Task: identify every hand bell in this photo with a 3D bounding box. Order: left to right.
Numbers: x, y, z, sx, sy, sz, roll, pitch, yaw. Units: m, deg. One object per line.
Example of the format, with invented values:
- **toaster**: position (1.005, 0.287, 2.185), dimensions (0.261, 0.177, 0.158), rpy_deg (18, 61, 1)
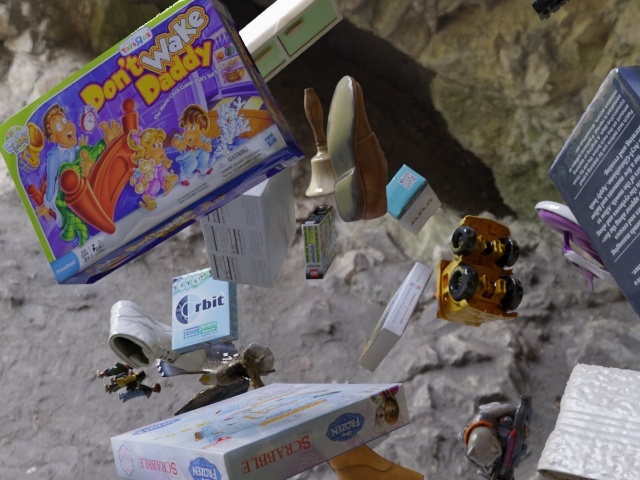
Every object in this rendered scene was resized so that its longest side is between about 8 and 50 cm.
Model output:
- **hand bell**: position (0.000, -0.235, 1.631), dimensions (0.126, 0.242, 0.126), rpy_deg (-12, 13, 3)

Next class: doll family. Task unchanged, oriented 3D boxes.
- **doll family**: position (-0.491, 0.369, 1.819), dimensions (0.111, 0.193, 0.076), rpy_deg (-20, 66, 0)

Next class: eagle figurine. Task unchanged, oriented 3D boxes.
- **eagle figurine**: position (-0.294, 0.387, 1.977), dimensions (0.225, 0.298, 0.226), rpy_deg (44, 41, -39)

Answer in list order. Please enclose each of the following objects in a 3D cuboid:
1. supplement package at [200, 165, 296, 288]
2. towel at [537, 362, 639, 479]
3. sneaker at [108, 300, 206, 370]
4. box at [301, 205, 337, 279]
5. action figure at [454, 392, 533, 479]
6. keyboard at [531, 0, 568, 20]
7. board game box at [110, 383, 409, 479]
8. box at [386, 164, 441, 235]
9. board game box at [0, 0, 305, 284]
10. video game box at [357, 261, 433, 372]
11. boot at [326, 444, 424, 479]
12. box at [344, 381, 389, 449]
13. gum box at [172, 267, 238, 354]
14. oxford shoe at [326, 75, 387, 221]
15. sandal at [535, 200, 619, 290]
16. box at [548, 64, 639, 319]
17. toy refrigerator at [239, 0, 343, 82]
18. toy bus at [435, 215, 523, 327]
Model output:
- **supplement package**: position (-0.152, -0.065, 1.516), dimensions (0.145, 0.262, 0.204), rpy_deg (8, 44, 12)
- **towel**: position (0.443, 0.255, 0.900), dimensions (0.282, 0.049, 0.187), rpy_deg (3, 45, 39)
- **sneaker**: position (-0.423, 0.291, 1.803), dimensions (0.292, 0.108, 0.169), rpy_deg (36, 17, -25)
- **box**: position (0.000, 0.000, 1.463), dimensions (0.036, 0.114, 0.207), rpy_deg (-2, 13, 10)
- **action figure**: position (0.388, 0.519, 1.663), dimensions (0.178, 0.341, 0.330), rpy_deg (14, -13, 18)
- **keyboard**: position (0.508, -0.505, 1.210), dimensions (0.033, 0.317, 0.201), rpy_deg (55, 23, 10)
- **board game box**: position (-0.092, 0.280, 1.028), dimensions (0.318, 0.066, 0.318), rpy_deg (-9, -3, -41)
- **box**: position (0.199, -0.083, 1.538), dimensions (0.060, 0.100, 0.244), rpy_deg (39, 4, 19)
- **board game box**: position (-0.227, -0.125, 0.901), dimensions (0.233, 0.347, 0.078), rpy_deg (62, 12, 10)
- **video game box**: position (0.162, 0.169, 1.523), dimensions (0.048, 0.205, 0.187), rpy_deg (31, 56, 5)
- **boot**: position (0.111, 0.465, 1.451), dimensions (0.211, 0.295, 0.104), rpy_deg (5, 5, 10)
- **box**: position (0.068, 0.424, 1.612), dimensions (0.091, 0.170, 0.130), rpy_deg (11, 48, -27)
- **gum box**: position (-0.271, 0.158, 1.628), dimensions (0.041, 0.157, 0.184), rpy_deg (45, 34, -54)
- **oxford shoe**: position (0.058, -0.132, 1.014), dimensions (0.076, 0.212, 0.076), rpy_deg (-3, -4, -28)
- **sandal**: position (0.603, 0.069, 1.435), dimensions (0.416, 0.102, 0.169), rpy_deg (37, -4, -2)
- **box**: position (0.534, -0.024, 0.869), dimensions (0.293, 0.212, 0.395), rpy_deg (-11, 58, -18)
- **toy refrigerator**: position (-0.085, -0.490, 1.648), dimensions (0.094, 0.269, 0.102), rpy_deg (51, 1, 34)
- **toy bus**: position (0.324, 0.084, 1.544), dimensions (0.149, 0.211, 0.220), rpy_deg (13, 64, -20)
